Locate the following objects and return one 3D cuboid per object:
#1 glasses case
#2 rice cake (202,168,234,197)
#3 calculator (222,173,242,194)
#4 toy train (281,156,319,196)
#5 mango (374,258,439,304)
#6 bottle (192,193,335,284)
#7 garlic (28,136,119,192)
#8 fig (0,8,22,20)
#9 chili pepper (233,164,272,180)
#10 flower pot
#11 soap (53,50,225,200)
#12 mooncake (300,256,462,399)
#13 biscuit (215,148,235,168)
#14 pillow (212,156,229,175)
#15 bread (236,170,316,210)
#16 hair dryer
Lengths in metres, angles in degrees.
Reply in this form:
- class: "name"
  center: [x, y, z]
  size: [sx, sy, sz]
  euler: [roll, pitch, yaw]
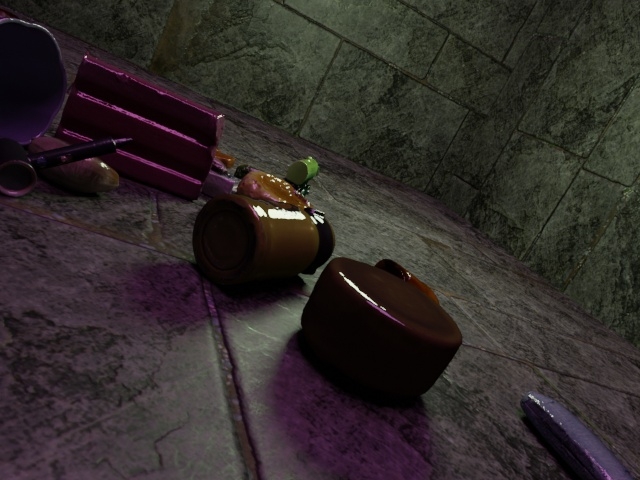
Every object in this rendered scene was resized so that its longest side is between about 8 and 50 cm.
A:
- class: "glasses case"
  center: [0.495, 0.394, 1.077]
  size: [0.109, 0.067, 0.282]
  euler: [23, 14, -27]
- class: "rice cake"
  center: [-0.417, -0.222, 1.541]
  size: [0.399, 0.070, 0.064]
  euler: [28, 11, 0]
- class: "calculator"
  center: [-0.274, -0.170, 1.665]
  size: [0.268, 0.040, 0.177]
  euler: [30, 15, 13]
- class: "toy train"
  center: [-0.070, -0.224, 1.960]
  size: [0.105, 0.157, 0.253]
  euler: [31, 13, 2]
- class: "mango"
  center: [0.180, 0.138, 1.263]
  size: [0.166, 0.136, 0.236]
  euler: [36, 6, -25]
- class: "bottle"
  center: [-0.094, -0.002, 1.179]
  size: [0.171, 0.171, 0.351]
  euler: [34, 16, 25]
- class: "garlic"
  center: [-0.518, -0.156, 1.139]
  size: [0.195, 0.087, 0.101]
  euler: [23, 2, -2]
- class: "fig"
  center: [-0.889, -0.531, 1.562]
  size: [0.204, 0.186, 0.249]
  euler: [38, 10, -48]
- class: "chili pepper"
  center: [-0.180, -0.184, 1.807]
  size: [0.204, 0.072, 0.073]
  euler: [23, 14, -13]
- class: "flower pot"
  center: [-0.714, -0.354, 1.155]
  size: [0.243, 0.265, 0.265]
  euler: [21, 14, 12]
- class: "soap"
  center: [-0.433, -0.272, 1.368]
  size: [0.359, 0.233, 0.128]
  euler: [21, 15, -24]
- class: "mooncake"
  center: [0.105, 0.159, 1.015]
  size: [0.284, 0.155, 0.284]
  euler: [26, 13, -6]
- class: "biscuit"
  center: [-0.426, -0.278, 1.723]
  size: [0.334, 0.047, 0.202]
  euler: [6, 20, -47]
- class: "pillow"
  center: [-0.334, -0.242, 1.579]
  size: [0.185, 0.043, 0.118]
  euler: [32, -3, -4]
- class: "bread"
  center: [-0.118, -0.074, 1.449]
  size: [0.244, 0.134, 0.244]
  euler: [28, 15, -8]
- class: "hair dryer"
  center: [-0.489, -0.164, 1.058]
  size: [0.255, 0.070, 0.128]
  euler: [-21, 39, -29]
